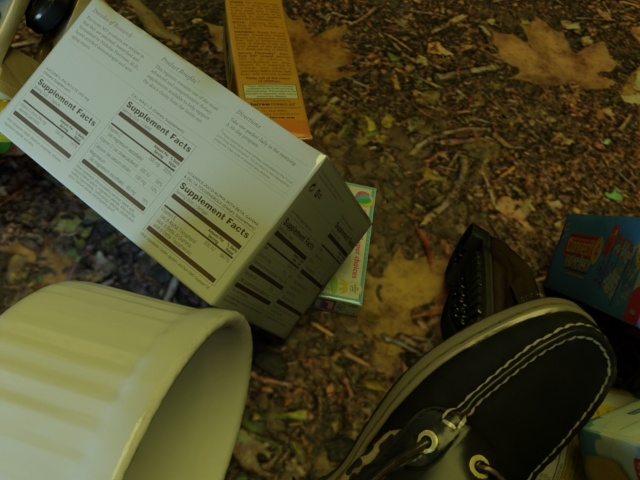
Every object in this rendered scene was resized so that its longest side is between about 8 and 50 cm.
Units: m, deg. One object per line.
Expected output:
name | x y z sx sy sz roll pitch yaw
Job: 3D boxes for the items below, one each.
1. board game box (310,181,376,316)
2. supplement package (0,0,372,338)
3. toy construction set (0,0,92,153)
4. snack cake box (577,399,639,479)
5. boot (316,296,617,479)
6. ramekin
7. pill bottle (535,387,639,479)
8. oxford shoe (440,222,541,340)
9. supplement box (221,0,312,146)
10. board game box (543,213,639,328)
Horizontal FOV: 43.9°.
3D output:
board game box | 0.000 0.000 0.844 0.103 0.026 0.154 12 54 -3
supplement package | -0.111 -0.056 0.717 0.262 0.204 0.145 37 87 19
toy construction set | -0.342 -0.138 0.716 0.257 0.309 0.237 0 62 11
snack cake box | 0.309 0.251 0.613 0.152 0.089 0.264 -14 95 -22
boot | 0.096 0.215 0.485 0.377 0.138 0.284 -37 24 -5
ramekin | -0.161 0.162 0.555 0.135 0.277 0.277 17 54 9
pill bottle | 0.183 0.174 0.704 0.208 0.117 0.117 12 54 -3
oxford shoe | 0.173 0.055 0.766 0.096 0.083 0.227 29 28 1
supplement box | -0.068 -0.182 0.926 0.080 0.078 0.233 -4 57 -14
board game box | 0.392 0.063 0.718 0.302 0.308 0.086 18 93 1
